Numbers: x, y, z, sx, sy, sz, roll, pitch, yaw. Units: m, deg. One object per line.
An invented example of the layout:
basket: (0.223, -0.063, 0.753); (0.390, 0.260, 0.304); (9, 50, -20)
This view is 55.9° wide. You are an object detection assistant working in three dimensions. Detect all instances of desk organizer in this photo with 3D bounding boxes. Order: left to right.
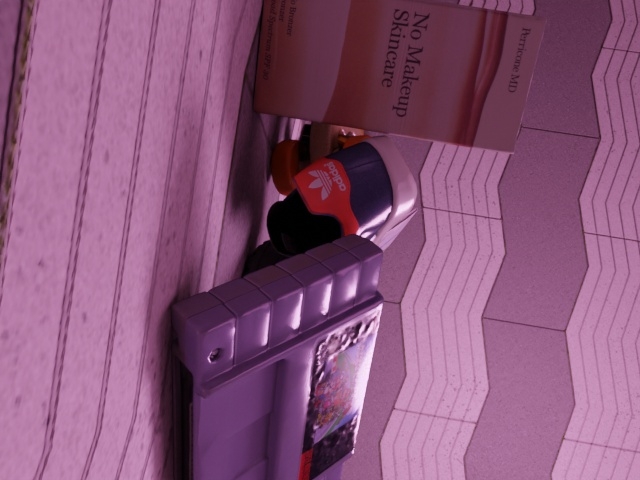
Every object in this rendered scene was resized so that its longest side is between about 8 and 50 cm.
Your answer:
desk organizer: (-0.021, -0.170, 1.167); (0.130, 0.047, 0.050); (-77, 173, -47)

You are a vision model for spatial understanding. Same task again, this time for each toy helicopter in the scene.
toy helicopter: (0.047, -0.208, 0.953); (0.235, 0.140, 0.354); (24, 68, -64)

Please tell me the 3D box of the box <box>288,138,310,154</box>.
box: (-0.028, -0.124, 1.028); (0.083, 0.062, 0.052); (94, 5, -61)

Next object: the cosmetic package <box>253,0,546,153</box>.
cosmetic package: (0.085, -0.202, 0.701); (0.129, 0.297, 0.153); (-65, 163, -72)

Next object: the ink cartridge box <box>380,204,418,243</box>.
ink cartridge box: (0.083, -0.066, 1.388); (0.117, 0.201, 0.278); (-33, 169, -20)

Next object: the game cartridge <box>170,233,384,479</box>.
game cartridge: (-0.042, 0.180, 0.626); (0.230, 0.068, 0.354); (-18, 129, -36)

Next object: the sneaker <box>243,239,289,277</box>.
sneaker: (-0.061, 0.116, 0.789); (0.101, 0.106, 0.267); (93, 6, -53)

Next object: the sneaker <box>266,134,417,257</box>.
sneaker: (0.000, 0.000, 0.785); (0.131, 0.148, 0.350); (62, -21, 25)
